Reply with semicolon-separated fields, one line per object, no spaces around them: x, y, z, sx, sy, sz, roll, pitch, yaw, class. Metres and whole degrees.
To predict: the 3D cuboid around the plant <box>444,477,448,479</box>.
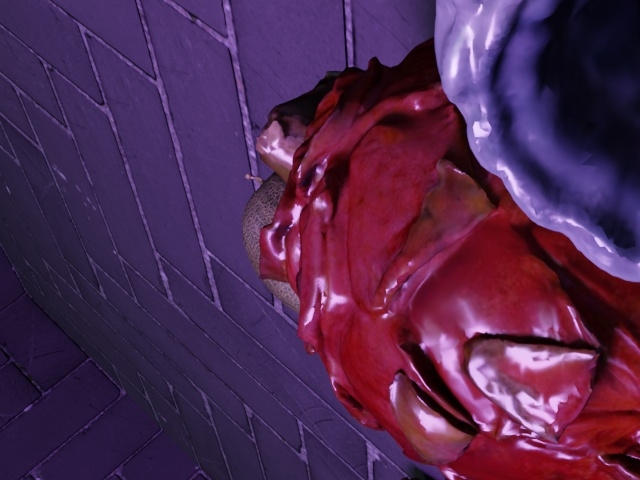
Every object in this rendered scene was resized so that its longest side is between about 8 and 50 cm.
0.230;0.206;0.656;0.320;0.181;0.194;5;104;13;plant

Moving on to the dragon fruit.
0.116;0.009;0.584;0.342;0.277;0.277;36;154;23;dragon fruit

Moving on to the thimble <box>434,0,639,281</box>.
0.172;-0.085;0.349;0.250;0.172;0.205;18;140;23;thimble

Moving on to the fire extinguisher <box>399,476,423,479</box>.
0.225;0.421;1.244;0.337;0.106;0.147;24;171;47;fire extinguisher

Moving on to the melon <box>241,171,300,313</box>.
0.000;0.000;0.948;0.192;0.139;0.139;45;157;5;melon
